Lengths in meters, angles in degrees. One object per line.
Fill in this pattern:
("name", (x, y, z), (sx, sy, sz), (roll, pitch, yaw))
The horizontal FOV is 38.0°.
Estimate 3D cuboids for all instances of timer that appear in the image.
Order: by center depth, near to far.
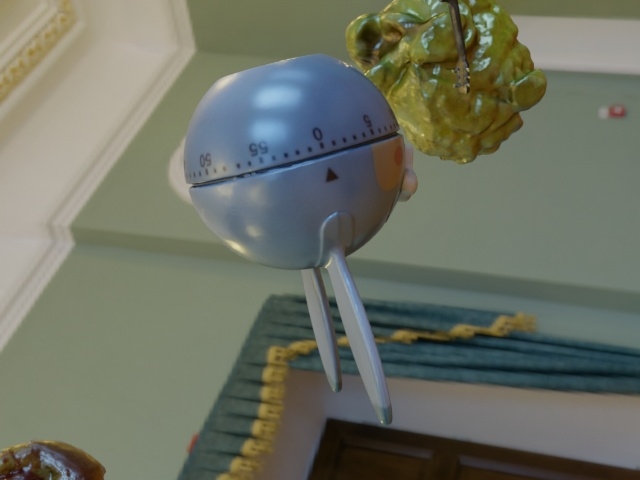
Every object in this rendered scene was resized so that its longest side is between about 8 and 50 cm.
("timer", (0.011, -0.019, 0.677), (0.255, 0.175, 0.175), (52, -149, -12))

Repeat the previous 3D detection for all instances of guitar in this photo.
("guitar", (0.142, -0.280, 1.055), (0.025, 0.088, 0.233), (-28, -66, -37))

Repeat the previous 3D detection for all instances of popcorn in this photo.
("popcorn", (0.180, -0.240, 1.331), (0.250, 0.242, 0.235), (61, -175, 26))

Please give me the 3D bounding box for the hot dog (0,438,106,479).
("hot dog", (-0.275, 0.228, 0.690), (0.253, 0.131, 0.069), (-11, -32, -33))
